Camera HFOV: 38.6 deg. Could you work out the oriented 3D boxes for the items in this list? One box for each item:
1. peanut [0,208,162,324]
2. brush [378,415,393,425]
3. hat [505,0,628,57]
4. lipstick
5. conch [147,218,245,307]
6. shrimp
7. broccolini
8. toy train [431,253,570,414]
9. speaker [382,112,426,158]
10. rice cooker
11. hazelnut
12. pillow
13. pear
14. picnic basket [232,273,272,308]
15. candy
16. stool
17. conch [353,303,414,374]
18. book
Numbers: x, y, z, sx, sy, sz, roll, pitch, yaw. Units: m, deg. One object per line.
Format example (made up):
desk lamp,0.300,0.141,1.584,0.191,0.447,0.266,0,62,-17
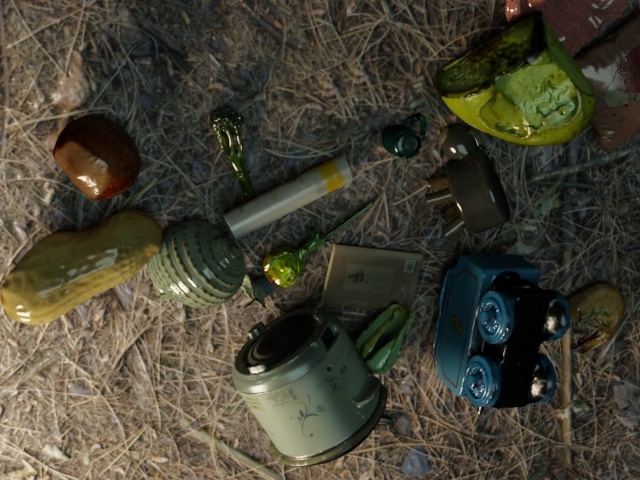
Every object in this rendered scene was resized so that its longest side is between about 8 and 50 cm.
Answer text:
peanut,-0.448,0.039,1.700,0.319,0.147,0.147,-31,115,-9
brush,0.071,0.396,2.024,0.193,0.016,0.063,5,111,-14
hat,0.435,-0.471,1.717,0.286,0.107,0.237,27,114,-33
lipstick,-0.064,-0.083,1.765,0.264,0.059,0.059,-27,115,-10
conch,-0.242,0.060,1.759,0.200,0.131,0.172,-36,115,2
shrimp,0.551,0.202,2.041,0.296,0.058,0.169,-23,117,-7
broccolini,-0.152,-0.157,1.748,0.067,0.058,0.216,-1,127,31
toy train,0.359,0.195,1.876,0.188,0.265,0.300,-1,110,-23
speaker,0.172,-0.202,1.782,0.094,0.075,0.060,-34,115,-9
rice cooker,-0.017,0.300,1.834,0.316,0.264,0.317,11,125,16
hazelnut,-0.398,-0.152,1.644,0.143,0.143,0.154,-41,98,5
pillow,0.617,-0.318,1.831,0.223,0.084,0.236,-38,115,4
pear,0.379,-0.264,1.737,0.238,0.164,0.255,-29,126,27
picnic basket,-0.136,0.108,1.840,0.083,0.065,0.083,-32,115,-17
candy,-0.001,-0.001,1.832,0.262,0.073,0.077,-36,104,-4
stool,0.286,-0.110,1.821,0.139,0.228,0.153,-22,159,18
conch,0.127,0.204,1.929,0.105,0.079,0.170,22,99,-30
book,0.109,0.079,1.909,0.198,0.016,0.138,7,110,-16
